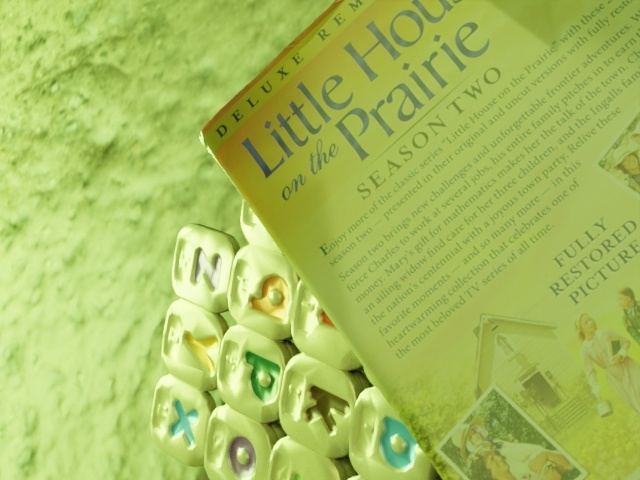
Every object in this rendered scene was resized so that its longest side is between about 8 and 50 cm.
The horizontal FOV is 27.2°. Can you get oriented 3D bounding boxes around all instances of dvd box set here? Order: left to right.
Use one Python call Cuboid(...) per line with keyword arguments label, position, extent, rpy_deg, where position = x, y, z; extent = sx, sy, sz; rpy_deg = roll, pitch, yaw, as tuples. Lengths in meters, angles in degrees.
Cuboid(label="dvd box set", position=(0.159, -0.003, 0.658), extent=(0.308, 0.062, 0.420), rpy_deg=(-42, 63, 11))

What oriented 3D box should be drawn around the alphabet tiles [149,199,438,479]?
Cuboid(label="alphabet tiles", position=(-0.019, 0.097, 0.868), extent=(0.278, 0.021, 0.284), rpy_deg=(18, 101, 48))
